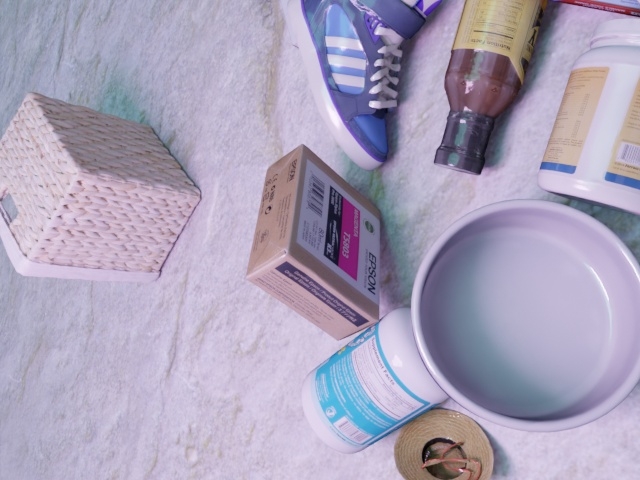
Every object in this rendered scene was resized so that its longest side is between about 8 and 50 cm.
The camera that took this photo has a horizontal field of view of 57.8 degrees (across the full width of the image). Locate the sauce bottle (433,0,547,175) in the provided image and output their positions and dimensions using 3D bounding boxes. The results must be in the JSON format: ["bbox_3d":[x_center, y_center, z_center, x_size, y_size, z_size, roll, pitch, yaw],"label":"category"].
[{"bbox_3d":[0.238,-0.264,0.809,0.112,0.112,0.344,23,102,39],"label":"sauce bottle"}]

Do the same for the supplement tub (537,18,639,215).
[{"bbox_3d":[0.353,-0.139,0.678,0.144,0.144,0.199,22,100,39],"label":"supplement tub"}]

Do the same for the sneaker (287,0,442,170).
[{"bbox_3d":[0.102,-0.295,0.894,0.236,0.130,0.322,-22,90,29],"label":"sneaker"}]

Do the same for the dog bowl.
[{"bbox_3d":[0.242,0.090,0.697,0.265,0.104,0.264,-2,76,7],"label":"dog bowl"}]

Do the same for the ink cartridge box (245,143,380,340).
[{"bbox_3d":[0.000,0.000,0.871,0.088,0.193,0.234,-31,37,33],"label":"ink cartridge box"}]

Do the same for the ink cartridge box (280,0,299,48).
[{"bbox_3d":[0.045,-0.557,1.020,0.330,0.072,0.323,-28,69,36],"label":"ink cartridge box"}]

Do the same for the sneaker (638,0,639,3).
[{"bbox_3d":[0.451,-0.278,0.603,0.282,0.102,0.161,31,93,24],"label":"sneaker"}]

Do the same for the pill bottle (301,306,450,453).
[{"bbox_3d":[0.104,0.196,0.855,0.264,0.146,0.146,-42,62,28],"label":"pill bottle"}]

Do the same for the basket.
[{"bbox_3d":[-0.505,-0.109,1.269,0.328,0.331,0.266,49,114,31],"label":"basket"}]

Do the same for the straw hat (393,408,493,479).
[{"bbox_3d":[0.179,0.321,0.833,0.145,0.144,0.061,18,140,39],"label":"straw hat"}]

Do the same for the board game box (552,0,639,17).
[{"bbox_3d":[0.356,-0.354,0.697,0.282,0.027,0.144,18,99,14],"label":"board game box"}]
